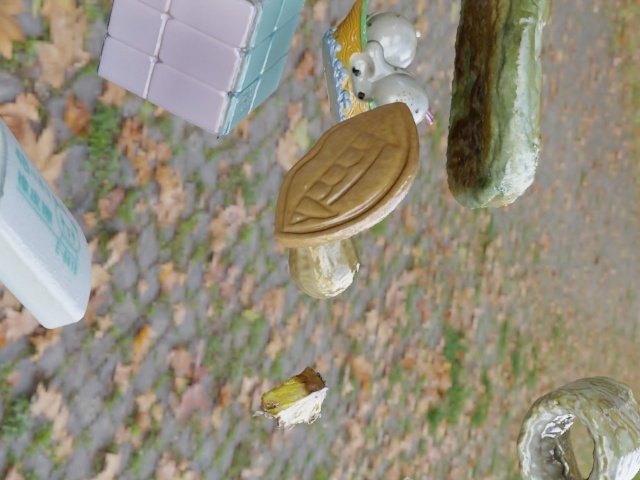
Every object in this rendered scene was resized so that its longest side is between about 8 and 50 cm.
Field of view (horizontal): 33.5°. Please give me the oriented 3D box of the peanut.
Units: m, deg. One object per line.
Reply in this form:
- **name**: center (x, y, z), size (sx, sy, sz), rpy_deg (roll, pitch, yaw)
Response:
- **peanut**: center (0.000, 0.000, 1.621), size (0.236, 0.110, 0.120), rpy_deg (80, 32, -49)

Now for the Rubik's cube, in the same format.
- **Rubik's cube**: center (-0.169, -0.325, 1.587), size (0.231, 0.221, 0.224), rpy_deg (-53, 168, -56)

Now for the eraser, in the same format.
- **eraser**: center (-0.404, -0.028, 1.410), size (0.290, 0.104, 0.189), rpy_deg (68, 2, -57)

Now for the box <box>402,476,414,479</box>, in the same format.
- **box**: center (0.186, 0.481, 1.465), size (0.173, 0.333, 0.145), rpy_deg (-23, 127, -47)

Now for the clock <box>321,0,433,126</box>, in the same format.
- **clock**: center (0.080, -0.235, 1.510), size (0.103, 0.144, 0.230), rpy_deg (180, -99, -80)

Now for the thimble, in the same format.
- **thimble**: center (0.338, 0.275, 1.376), size (0.143, 0.138, 0.190), rpy_deg (-7, 102, -56)

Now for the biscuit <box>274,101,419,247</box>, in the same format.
- **biscuit**: center (0.034, -0.072, 1.190), size (0.221, 0.142, 0.029), rpy_deg (-45, 140, -14)

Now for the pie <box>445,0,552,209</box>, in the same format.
- **pie**: center (0.184, -0.174, 1.117), size (0.302, 0.067, 0.302), rpy_deg (-177, -90, -84)

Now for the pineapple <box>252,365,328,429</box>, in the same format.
- **pineapple**: center (-0.037, 0.250, 1.675), size (0.116, 0.069, 0.137), rpy_deg (-47, 161, 18)
